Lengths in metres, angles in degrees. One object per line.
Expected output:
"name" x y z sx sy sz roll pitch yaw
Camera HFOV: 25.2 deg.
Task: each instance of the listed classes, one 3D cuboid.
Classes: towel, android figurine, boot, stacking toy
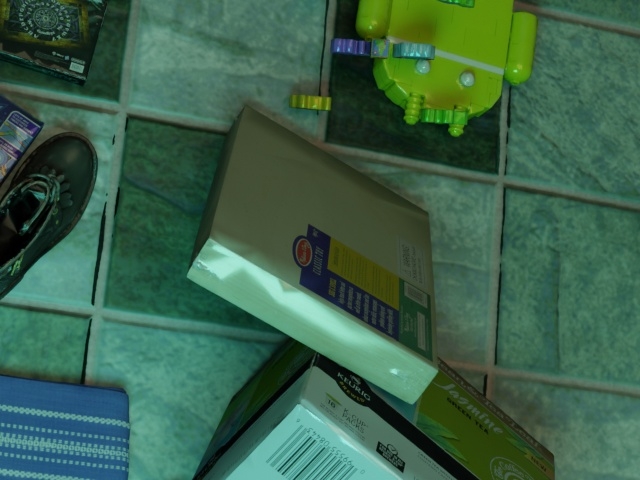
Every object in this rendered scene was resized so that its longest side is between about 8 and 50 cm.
"towel" -0.327 0.298 1.518 0.243 0.040 0.336 9 60 -19
"android figurine" 0.161 -0.267 1.849 0.248 0.056 0.273 16 71 -15
"boot" -0.308 -0.031 1.537 0.091 0.229 0.263 35 69 -9
"stacking toy" 0.079 -0.235 1.767 0.221 0.052 0.167 5 93 -1

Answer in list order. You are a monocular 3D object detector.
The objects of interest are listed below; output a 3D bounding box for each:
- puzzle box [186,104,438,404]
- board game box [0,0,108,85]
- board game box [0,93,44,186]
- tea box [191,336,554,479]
"puzzle box" 0.000 0.000 1.582 0.272 0.409 0.052 31 112 -10
"board game box" -0.351 -0.269 1.686 0.186 0.026 0.126 17 71 -15
"board game box" -0.436 -0.135 1.622 0.201 0.035 0.136 35 69 -9
"tea box" 0.060 0.268 1.521 0.329 0.323 0.220 40 110 -7
